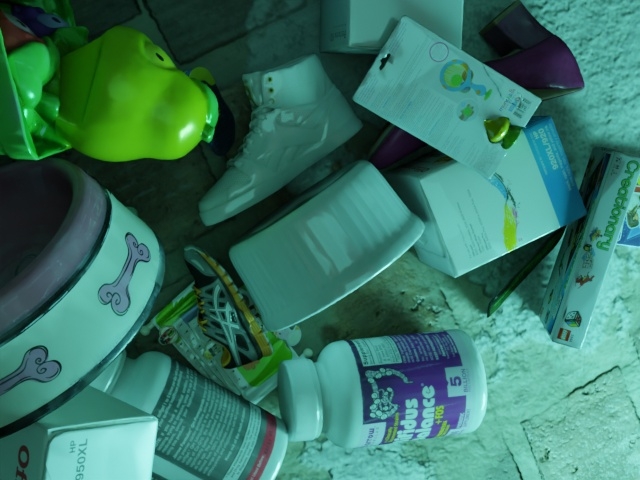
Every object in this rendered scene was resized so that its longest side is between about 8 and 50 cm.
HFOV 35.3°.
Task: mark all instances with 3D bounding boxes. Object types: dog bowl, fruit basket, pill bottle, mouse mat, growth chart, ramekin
[{"bbox_3d":[-0.410,0.055,1.265,0.408,0.408,0.150,-33,126,-8],"label":"dog bowl"},{"bbox_3d":[-0.326,-0.223,1.294,0.392,0.392,0.282,-13,100,-12],"label":"fruit basket"},{"bbox_3d":[-0.223,0.273,1.488,0.319,0.176,0.176,32,89,-17],"label":"pill bottle"},{"bbox_3d":[0.333,0.046,1.620,0.007,0.152,0.189,41,86,15],"label":"mouse mat"},{"bbox_3d":[-0.139,0.153,1.574,0.237,0.021,0.172,44,85,-16],"label":"growth chart"},{"bbox_3d":[0.000,0.000,1.463,0.277,0.277,0.135,-35,97,-7],"label":"ramekin"},{"bbox_3d":[0.091,0.234,1.566,0.302,0.169,0.169,-5,99,-13],"label":"pill bottle"}]

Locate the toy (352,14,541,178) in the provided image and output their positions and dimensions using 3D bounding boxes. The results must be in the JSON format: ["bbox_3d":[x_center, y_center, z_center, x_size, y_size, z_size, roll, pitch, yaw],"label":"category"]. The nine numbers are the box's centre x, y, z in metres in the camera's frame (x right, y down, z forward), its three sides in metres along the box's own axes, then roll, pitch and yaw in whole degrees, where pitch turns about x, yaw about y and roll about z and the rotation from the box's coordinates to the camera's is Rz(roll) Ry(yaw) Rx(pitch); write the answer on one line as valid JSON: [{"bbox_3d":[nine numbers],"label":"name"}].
[{"bbox_3d":[0.178,-0.204,1.434,0.237,0.056,0.136,29,104,-11],"label":"toy"}]

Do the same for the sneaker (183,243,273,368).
[{"bbox_3d":[-0.153,0.103,1.511,0.083,0.084,0.214,-31,105,-5],"label":"sneaker"}]

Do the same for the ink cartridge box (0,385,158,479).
[{"bbox_3d":[-0.406,0.321,1.325,0.166,0.395,0.285,1,99,-46],"label":"ink cartridge box"}]

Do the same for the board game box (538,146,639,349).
[{"bbox_3d":[0.423,0.005,1.593,0.053,0.193,0.305,17,99,4],"label":"board game box"}]

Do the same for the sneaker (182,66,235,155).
[{"bbox_3d":[-0.173,-0.194,1.504,0.053,0.059,0.144,-44,126,-37],"label":"sneaker"}]

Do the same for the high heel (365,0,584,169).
[{"bbox_3d":[0.246,-0.198,1.561,0.377,0.127,0.181,-43,95,-9],"label":"high heel"}]

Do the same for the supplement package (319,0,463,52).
[{"bbox_3d":[0.102,-0.422,1.473,0.175,0.177,0.292,-1,97,-14],"label":"supplement package"}]

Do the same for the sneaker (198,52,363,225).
[{"bbox_3d":[-0.094,-0.161,1.499,0.292,0.108,0.169,-38,107,-17],"label":"sneaker"}]

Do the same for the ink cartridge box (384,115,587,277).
[{"bbox_3d":[0.251,-0.073,1.562,0.233,0.171,0.168,-25,102,-10],"label":"ink cartridge box"}]

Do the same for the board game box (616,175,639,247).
[{"bbox_3d":[0.569,-0.051,1.717,0.201,0.035,0.136,8,95,-15],"label":"board game box"}]

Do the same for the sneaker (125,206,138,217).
[{"bbox_3d":[-0.364,0.040,1.481,0.256,0.094,0.151,-21,63,10],"label":"sneaker"}]
